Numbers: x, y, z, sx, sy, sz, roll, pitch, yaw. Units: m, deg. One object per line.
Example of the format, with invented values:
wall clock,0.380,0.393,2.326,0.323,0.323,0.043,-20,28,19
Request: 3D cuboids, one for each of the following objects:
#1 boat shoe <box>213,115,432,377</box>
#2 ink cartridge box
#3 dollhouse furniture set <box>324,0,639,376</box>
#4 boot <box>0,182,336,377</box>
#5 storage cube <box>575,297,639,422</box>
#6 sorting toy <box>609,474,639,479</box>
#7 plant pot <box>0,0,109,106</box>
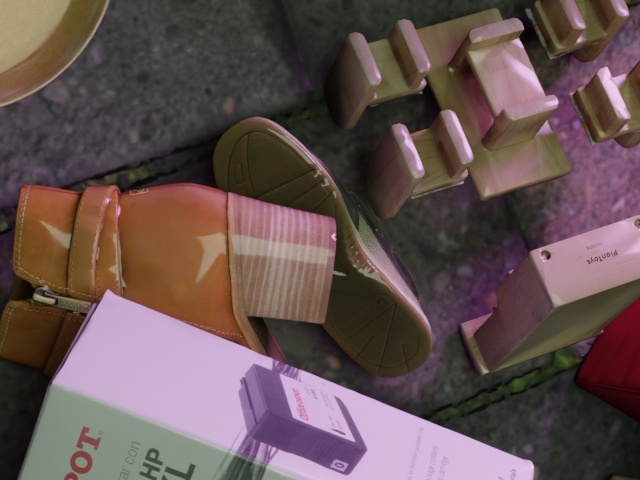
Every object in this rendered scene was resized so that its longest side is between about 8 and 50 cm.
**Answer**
boat shoe,0.001,0.000,1.386,0.080,0.073,0.223,-35,107,14
ink cartridge box,-0.047,0.203,1.248,0.307,0.129,0.223,22,117,0
dollhouse furniture set,0.138,-0.047,1.424,0.212,0.161,0.242,-17,74,-19
boot,-0.116,0.097,1.328,0.220,0.109,0.283,6,112,-6
storage cube,0.339,0.075,1.442,0.215,0.193,0.183,30,81,-17
sorting toy,0.306,0.266,1.446,0.348,0.047,0.196,9,55,-9
plant pot,-0.256,-0.203,1.313,0.236,0.032,0.236,0,89,-19
